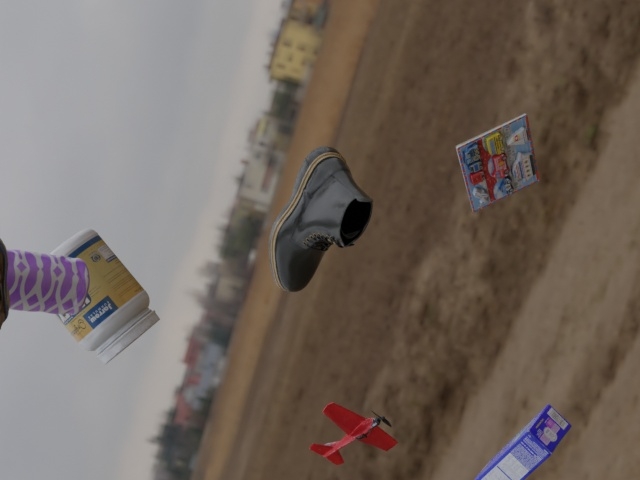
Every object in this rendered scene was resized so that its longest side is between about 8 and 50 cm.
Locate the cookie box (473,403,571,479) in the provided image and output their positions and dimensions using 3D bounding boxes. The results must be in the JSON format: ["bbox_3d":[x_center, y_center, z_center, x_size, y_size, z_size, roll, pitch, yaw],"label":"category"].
[{"bbox_3d":[0.230,0.248,1.651,0.107,0.040,0.092,-49,-9,27],"label":"cookie box"}]

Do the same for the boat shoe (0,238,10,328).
[{"bbox_3d":[-0.402,0.053,1.700,0.183,0.066,0.066,85,-177,-48],"label":"boat shoe"}]

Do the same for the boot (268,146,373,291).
[{"bbox_3d":[0.000,0.000,1.782,0.137,0.077,0.198,-127,45,-53],"label":"boot"}]

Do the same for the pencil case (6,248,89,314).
[{"bbox_3d":[-0.417,0.050,1.950,0.088,0.206,0.086,50,121,53],"label":"pencil case"}]

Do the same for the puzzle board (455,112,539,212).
[{"bbox_3d":[0.223,-0.094,1.788,0.128,0.096,0.011,68,175,-50],"label":"puzzle board"}]

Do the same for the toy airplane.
[{"bbox_3d":[0.044,0.305,2.235,0.151,0.151,0.028,109,168,-46],"label":"toy airplane"}]

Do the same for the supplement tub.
[{"bbox_3d":[-0.380,0.095,2.427,0.144,0.200,0.144,-40,0,0],"label":"supplement tub"}]
